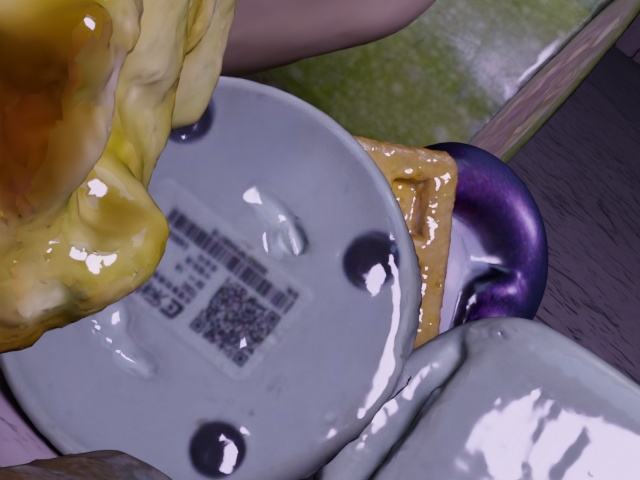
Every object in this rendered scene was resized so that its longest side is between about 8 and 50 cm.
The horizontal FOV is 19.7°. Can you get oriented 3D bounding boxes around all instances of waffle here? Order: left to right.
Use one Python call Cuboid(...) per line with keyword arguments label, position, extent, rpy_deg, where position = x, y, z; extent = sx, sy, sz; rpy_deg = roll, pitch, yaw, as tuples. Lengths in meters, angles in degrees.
Cuboid(label="waffle", position=(-0.008, 0.051, 0.728), extent=(0.125, 0.191, 0.032), rpy_deg=(10, -6, -27))

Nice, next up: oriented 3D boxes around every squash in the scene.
Cuboid(label="squash", position=(-0.015, -0.198, 1.103), extent=(0.384, 0.263, 0.263), rpy_deg=(43, 16, 9))

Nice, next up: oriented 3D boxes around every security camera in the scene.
Cuboid(label="security camera", position=(0.014, 0.065, 0.684), extent=(0.301, 0.157, 0.080), rpy_deg=(38, -11, 3))

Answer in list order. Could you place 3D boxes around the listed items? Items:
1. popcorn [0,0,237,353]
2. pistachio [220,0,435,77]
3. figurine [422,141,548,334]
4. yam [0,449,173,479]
Cuboid(label="popcorn", position=(-0.143, -0.069, 0.448), extent=(0.252, 0.286, 0.215), rpy_deg=(47, -25, 27))
Cuboid(label="pistachio", position=(-0.116, -0.203, 0.736), extent=(0.446, 0.281, 0.365), rpy_deg=(5, 11, -8))
Cuboid(label="figurine", position=(0.000, 0.000, 0.819), extent=(0.222, 0.145, 0.145), rpy_deg=(25, 22, -34))
Cuboid(label="yam", position=(-0.113, 0.097, 0.423), extent=(0.071, 0.067, 0.317), rpy_deg=(58, 20, 11))
